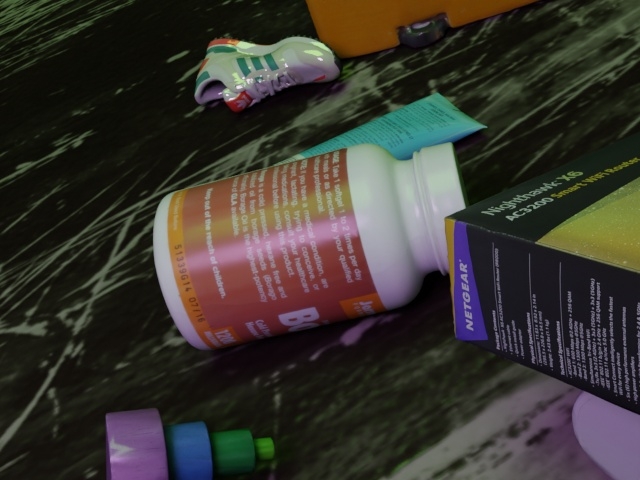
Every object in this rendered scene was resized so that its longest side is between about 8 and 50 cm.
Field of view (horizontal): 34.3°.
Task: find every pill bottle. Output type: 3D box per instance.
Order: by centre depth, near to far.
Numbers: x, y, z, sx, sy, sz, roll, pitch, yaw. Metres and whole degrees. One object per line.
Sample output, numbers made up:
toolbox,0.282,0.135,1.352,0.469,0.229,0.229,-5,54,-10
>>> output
pill bottle,0.000,0.000,0.742,0.216,0.121,0.121,-13,39,11

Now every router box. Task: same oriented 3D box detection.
router box,0.261,-0.002,0.556,0.308,0.081,0.243,-23,25,-33

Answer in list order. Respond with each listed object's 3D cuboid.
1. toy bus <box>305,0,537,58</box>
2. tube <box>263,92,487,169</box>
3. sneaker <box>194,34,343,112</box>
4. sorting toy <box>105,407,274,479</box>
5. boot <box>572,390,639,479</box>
toy bus,0.144,-0.286,1.022,0.332,0.108,0.130,-17,37,7
tube,0.033,-0.071,0.873,0.207,0.052,0.080,-27,43,-14
sneaker,-0.055,-0.156,1.015,0.161,0.057,0.075,8,64,30
sorting toy,-0.030,0.223,0.531,0.126,0.127,0.366,-4,38,-16
boot,0.275,0.094,0.545,0.258,0.095,0.123,10,35,31
